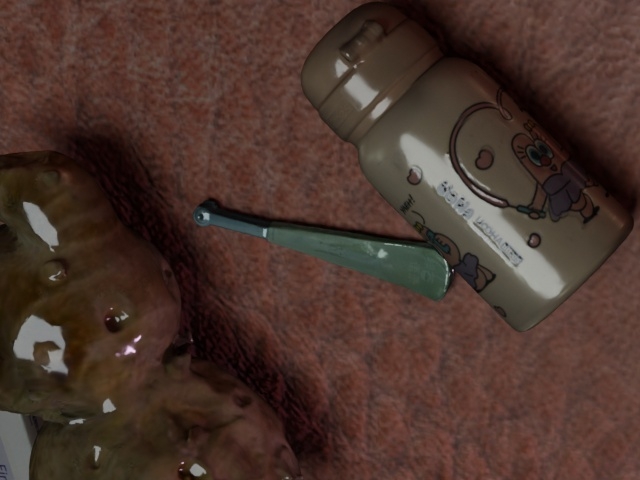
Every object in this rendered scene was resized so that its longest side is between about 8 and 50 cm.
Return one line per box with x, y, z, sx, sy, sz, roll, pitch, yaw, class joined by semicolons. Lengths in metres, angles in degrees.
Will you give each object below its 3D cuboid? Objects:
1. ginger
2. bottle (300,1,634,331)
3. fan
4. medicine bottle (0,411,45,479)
-0.159;0.114;1.121;0.256;0.176;0.375;-11;107;41;ginger
0.080;-0.050;0.945;0.209;0.097;0.110;46;171;4;bottle
0.000;0.000;1.064;0.193;0.016;0.038;15;118;23;fan
-0.287;0.158;1.296;0.171;0.052;0.201;2;117;29;medicine bottle
